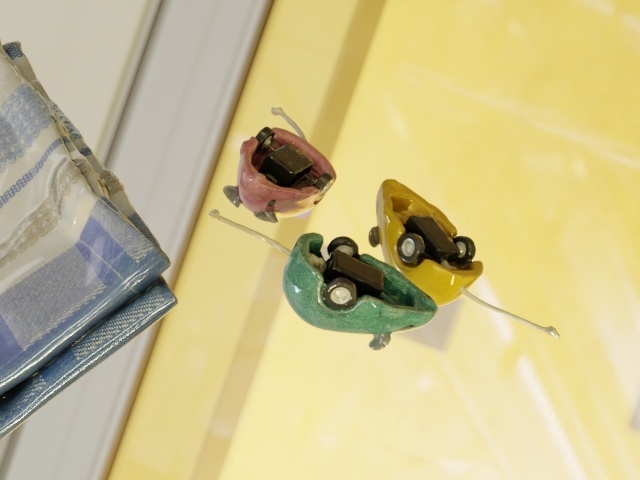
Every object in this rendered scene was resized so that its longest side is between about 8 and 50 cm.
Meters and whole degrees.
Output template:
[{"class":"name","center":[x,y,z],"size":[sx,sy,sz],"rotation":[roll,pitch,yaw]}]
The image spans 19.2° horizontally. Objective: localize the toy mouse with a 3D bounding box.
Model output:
[{"class":"toy mouse","center":[0.000,0.000,0.773],"size":[0.143,0.031,0.161],"rotation":[-3,-136,-49]}]

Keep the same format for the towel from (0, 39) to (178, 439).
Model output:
[{"class":"towel","center":[-0.186,0.014,0.824],"size":[0.034,0.209,0.285],"rotation":[55,176,-33]}]
